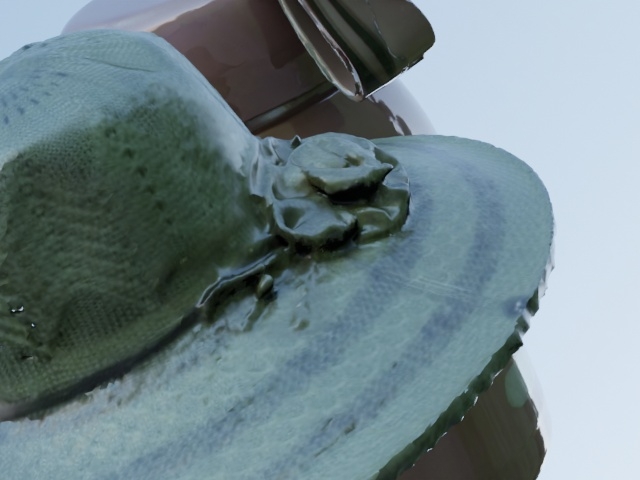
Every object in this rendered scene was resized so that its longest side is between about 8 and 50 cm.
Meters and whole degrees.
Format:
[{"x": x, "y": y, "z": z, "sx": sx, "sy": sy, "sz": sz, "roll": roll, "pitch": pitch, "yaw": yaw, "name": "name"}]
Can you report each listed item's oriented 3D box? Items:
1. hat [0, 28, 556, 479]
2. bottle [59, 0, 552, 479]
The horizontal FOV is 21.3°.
[{"x": -0.067, "y": -0.002, "z": 0.490, "sx": 0.252, "sy": 0.252, "sz": 0.110, "roll": -28, "pitch": -67, "yaw": 1, "name": "hat"}, {"x": 0.000, "y": 0.000, "z": 0.802, "sx": 0.173, "sy": 0.206, "sz": 0.296, "roll": -35, "pitch": -68, "yaw": -35, "name": "bottle"}]
